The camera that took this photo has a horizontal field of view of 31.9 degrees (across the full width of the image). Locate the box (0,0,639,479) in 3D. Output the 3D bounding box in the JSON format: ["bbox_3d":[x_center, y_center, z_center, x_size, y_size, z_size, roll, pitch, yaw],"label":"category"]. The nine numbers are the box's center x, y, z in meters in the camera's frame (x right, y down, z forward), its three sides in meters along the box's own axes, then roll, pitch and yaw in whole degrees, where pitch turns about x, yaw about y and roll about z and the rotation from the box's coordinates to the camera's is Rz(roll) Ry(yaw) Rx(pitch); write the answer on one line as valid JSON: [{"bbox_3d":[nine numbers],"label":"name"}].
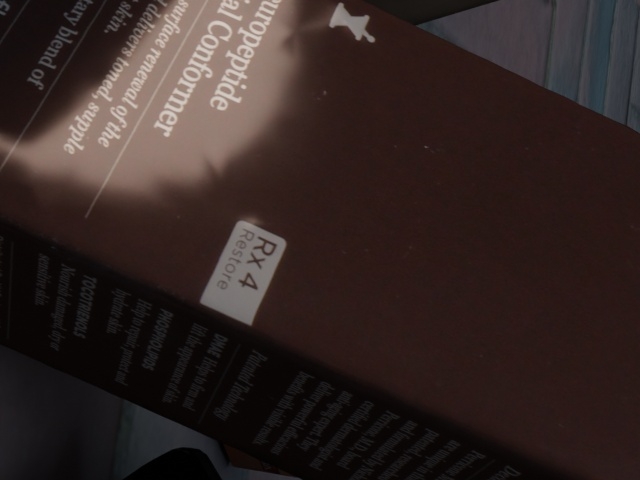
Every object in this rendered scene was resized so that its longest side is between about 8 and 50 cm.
[{"bbox_3d":[0.000,0.000,0.535,0.143,0.381,0.191,123,-10,-59],"label":"box"}]

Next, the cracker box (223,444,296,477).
[{"bbox_3d":[-0.012,0.042,0.857,0.232,0.067,0.155,-57,141,-42],"label":"cracker box"}]

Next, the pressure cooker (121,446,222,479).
[{"bbox_3d":[0.012,0.334,0.625,0.420,0.370,0.375,33,72,-59],"label":"pressure cooker"}]

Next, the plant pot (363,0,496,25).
[{"bbox_3d":[0.052,-0.268,0.707,0.323,0.280,0.323,-13,105,-63],"label":"plant pot"}]
